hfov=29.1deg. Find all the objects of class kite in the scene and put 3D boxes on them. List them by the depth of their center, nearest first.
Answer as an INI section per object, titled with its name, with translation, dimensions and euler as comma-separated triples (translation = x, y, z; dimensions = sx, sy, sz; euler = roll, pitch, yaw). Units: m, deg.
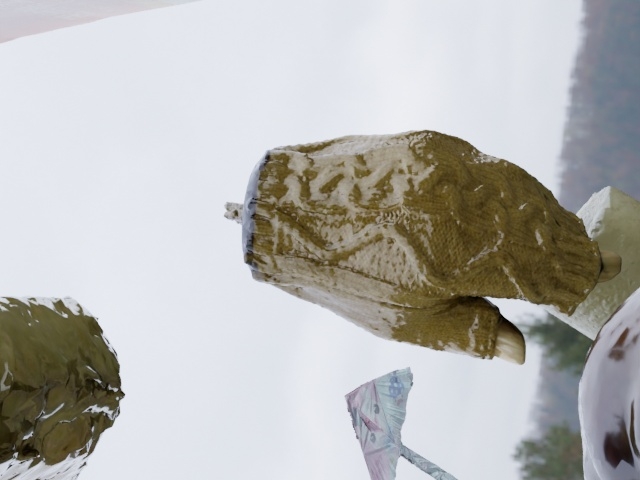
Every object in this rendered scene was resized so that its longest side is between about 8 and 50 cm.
[kite]
translation = 0.057, 0.151, 0.878
dimensions = 0.005, 0.152, 0.137
euler = -8, -62, -29

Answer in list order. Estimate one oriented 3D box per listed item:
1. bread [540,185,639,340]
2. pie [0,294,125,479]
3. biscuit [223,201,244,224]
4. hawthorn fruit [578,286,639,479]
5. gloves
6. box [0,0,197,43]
[bread]
translation = 0.313, 0.036, 1.279
dimensions = 0.148, 0.141, 0.134
euler = -57, -2, -12
[pie]
translation = -0.225, 0.123, 0.460
dimensions = 0.083, 0.339, 0.339
euler = 58, -162, 8
[biscuit]
translation = 0.000, 0.000, 1.467
dimensions = 0.231, 0.131, 0.025
euler = 22, -101, -44
[hawthorn fruit]
translation = 0.269, 0.106, 0.520
dimensions = 0.268, 0.300, 0.268
euler = 172, 90, -71
[gloves]
translation = 0.104, 0.000, 1.148
dimensions = 0.155, 0.356, 0.203
euler = 106, 172, -75
[box]
translation = -0.146, -0.216, 0.755
dimensions = 0.225, 0.341, 0.143
euler = -21, -79, -70
